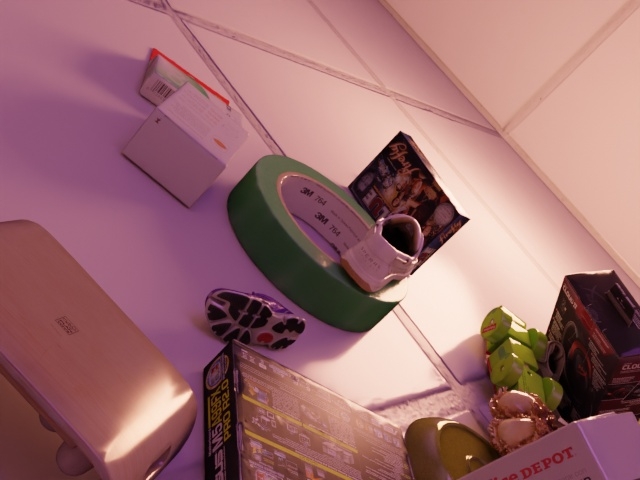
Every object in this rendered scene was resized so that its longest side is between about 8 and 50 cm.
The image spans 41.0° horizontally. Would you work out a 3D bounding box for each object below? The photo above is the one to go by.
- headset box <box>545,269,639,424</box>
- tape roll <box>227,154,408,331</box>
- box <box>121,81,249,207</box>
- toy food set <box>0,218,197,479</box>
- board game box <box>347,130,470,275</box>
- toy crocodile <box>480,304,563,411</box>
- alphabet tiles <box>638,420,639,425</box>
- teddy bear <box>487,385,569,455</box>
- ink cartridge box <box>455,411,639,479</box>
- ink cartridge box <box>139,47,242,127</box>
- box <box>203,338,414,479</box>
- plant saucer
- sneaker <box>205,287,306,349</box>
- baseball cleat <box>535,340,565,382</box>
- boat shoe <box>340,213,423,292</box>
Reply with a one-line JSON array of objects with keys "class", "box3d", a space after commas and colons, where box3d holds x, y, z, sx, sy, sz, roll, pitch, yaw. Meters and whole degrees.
[{"class": "headset box", "box3d": [0.521, 0.213, 1.603, 0.110, 0.293, 0.218, -6, 40, -12]}, {"class": "tape roll", "box3d": [0.000, 0.000, 1.380, 0.321, 0.077, 0.321, 35, 24, -18]}, {"class": "box", "box3d": [-0.197, -0.147, 1.283, 0.130, 0.091, 0.170, 41, 22, -9]}, {"class": "toy food set", "box3d": [-0.255, 0.106, 0.769, 0.306, 0.092, 0.220, 46, 11, 3]}, {"class": "board game box", "box3d": [0.168, -0.076, 1.682, 0.042, 0.165, 0.243, 19, 32, -46]}, {"class": "toy crocodile", "box3d": [0.350, 0.229, 1.554, 0.115, 0.105, 0.340, 30, 29, -16]}, {"class": "alphabet tiles", "box3d": [0.718, 0.431, 1.926, 0.285, 0.011, 0.342, 36, 23, -19]}, {"class": "teddy bear", "box3d": [0.393, 0.355, 1.311, 0.338, 0.113, 0.245, 28, 17, -15]}, {"class": "ink cartridge box", "box3d": [0.333, 0.376, 1.054, 0.197, 0.198, 0.270, 9, 51, -51]}, {"class": "ink cartridge box", "box3d": [-0.220, -0.266, 1.510, 0.181, 0.056, 0.224, 35, 26, -22]}, {"class": "box", "box3d": [-0.005, 0.251, 0.949, 0.270, 0.060, 0.216, 32, 26, -27]}, {"class": "plant saucer", "box3d": [0.220, 0.340, 1.203, 0.241, 0.037, 0.241, 37, 24, -19]}, {"class": "sneaker", "box3d": [-0.093, 0.095, 1.096, 0.071, 0.068, 0.170, 41, 8, 37]}, {"class": "baseball cleat", "box3d": [0.423, 0.219, 1.665, 0.072, 0.109, 0.206, 24, 26, -20]}, {"class": "boat shoe", "box3d": [0.122, 0.005, 1.350, 0.098, 0.096, 0.277, 45, 22, 4]}]
